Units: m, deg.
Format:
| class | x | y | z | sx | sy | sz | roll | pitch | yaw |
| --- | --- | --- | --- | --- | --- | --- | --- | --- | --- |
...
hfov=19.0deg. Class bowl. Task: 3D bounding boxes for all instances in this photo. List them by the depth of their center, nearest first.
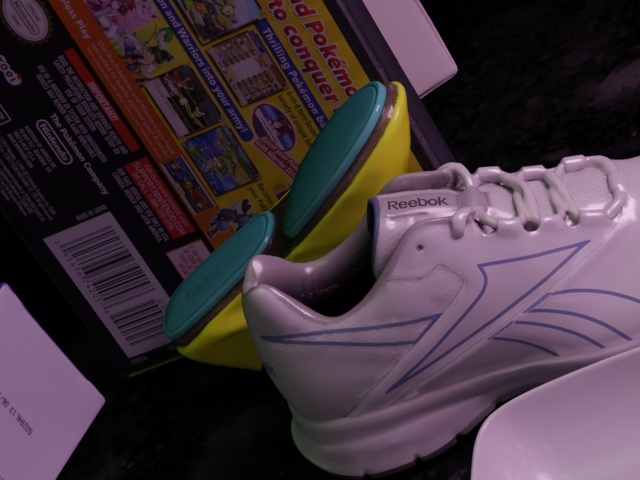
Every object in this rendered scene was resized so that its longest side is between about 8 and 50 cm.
| class | x | y | z | sx | sy | sz | roll | pitch | yaw |
| --- | --- | --- | --- | --- | --- | --- | --- | --- | --- |
| bowl | 0.140 | 0.116 | 0.854 | 0.142 | 0.053 | 0.142 | -23 | 35 | 19 |

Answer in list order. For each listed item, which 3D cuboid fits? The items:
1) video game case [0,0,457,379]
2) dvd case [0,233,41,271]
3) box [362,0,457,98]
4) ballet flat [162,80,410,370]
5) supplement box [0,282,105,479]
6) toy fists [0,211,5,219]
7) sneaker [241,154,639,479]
| class | x | y | z | sx | sy | sz | roll | pitch | yaw |
| --- | --- | --- | --- | --- | --- | --- | --- | --- | --- |
| video game case | -0.076 | -0.066 | 1.080 | 0.248 | 0.275 | 0.035 | -21 | 29 | 21 |
| dvd case | -0.288 | 0.013 | 1.309 | 0.253 | 0.022 | 0.180 | -3 | 3 | 41 |
| box | -0.030 | -0.195 | 1.327 | 0.121 | 0.148 | 0.311 | -33 | 34 | 3 |
| ballet flat | 0.000 | 0.000 | 1.049 | 0.231 | 0.077 | 0.077 | -46 | 24 | 38 |
| supplement box | -0.261 | 0.103 | 1.187 | 0.220 | 0.111 | 0.114 | -3 | 45 | 40 |
| toy fists | -0.217 | -0.057 | 1.278 | 0.142 | 0.096 | 0.279 | -21 | 2 | 19 |
| sneaker | 0.096 | 0.015 | 0.955 | 0.297 | 0.129 | 0.111 | -27 | 31 | 12 |
